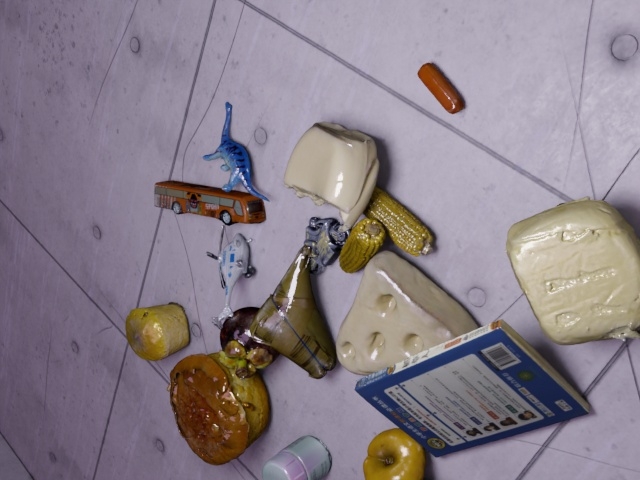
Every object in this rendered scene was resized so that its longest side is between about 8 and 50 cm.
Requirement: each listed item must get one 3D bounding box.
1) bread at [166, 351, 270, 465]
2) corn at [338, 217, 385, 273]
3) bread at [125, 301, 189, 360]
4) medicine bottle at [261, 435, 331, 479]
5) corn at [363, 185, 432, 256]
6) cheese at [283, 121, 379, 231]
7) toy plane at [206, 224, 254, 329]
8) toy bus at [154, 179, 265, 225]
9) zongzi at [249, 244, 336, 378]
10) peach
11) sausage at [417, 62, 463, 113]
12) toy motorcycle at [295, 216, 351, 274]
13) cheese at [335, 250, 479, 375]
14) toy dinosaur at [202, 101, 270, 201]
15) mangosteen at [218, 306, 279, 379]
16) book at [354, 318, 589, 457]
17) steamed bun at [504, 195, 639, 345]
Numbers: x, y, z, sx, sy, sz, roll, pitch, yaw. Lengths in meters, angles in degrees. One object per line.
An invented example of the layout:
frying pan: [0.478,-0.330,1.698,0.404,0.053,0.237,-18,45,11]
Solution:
bread: [-0.313,0.499,1.959,0.358,0.204,0.337,-40,79,43]
corn: [0.094,0.017,1.527,0.080,0.080,0.231,57,159,12]
bread: [-0.541,0.300,2.108,0.197,0.170,0.197,13,111,39]
medicine bottle: [-0.069,0.652,1.817,0.135,0.168,0.135,11,108,36]
corn: [0.169,-0.049,1.488,0.238,0.080,0.080,42,125,21]
cheese: [0.024,-0.156,1.498,0.266,0.127,0.233,35,108,54]
toy plane: [-0.255,0.099,1.798,0.107,0.273,0.182,-7,132,14]
toy bus: [-0.337,-0.111,1.879,0.408,0.093,0.092,11,107,36]
zongzi: [-0.016,0.193,1.678,0.260,0.123,0.289,36,103,-5]
peach: [0.184,0.562,1.598,0.179,0.103,0.179,-32,38,29]
sausage: [0.259,-0.325,1.362,0.041,0.039,0.131,-46,71,35]
toy motorcycle: [0.000,0.000,1.652,0.193,0.061,0.124,-47,69,38]
cheese: [0.203,0.241,1.508,0.328,0.129,0.351,35,126,22]
toy dinosaur: [-0.245,-0.217,1.788,0.144,0.076,0.329,-34,70,33]
mangosteen: [-0.206,0.298,1.802,0.192,0.217,0.192,10,126,14]
book: [0.319,0.345,1.405,0.300,0.039,0.428,42,132,-17]
steamed bun: [0.495,0.058,1.197,0.232,0.166,0.273,-27,90,28]
